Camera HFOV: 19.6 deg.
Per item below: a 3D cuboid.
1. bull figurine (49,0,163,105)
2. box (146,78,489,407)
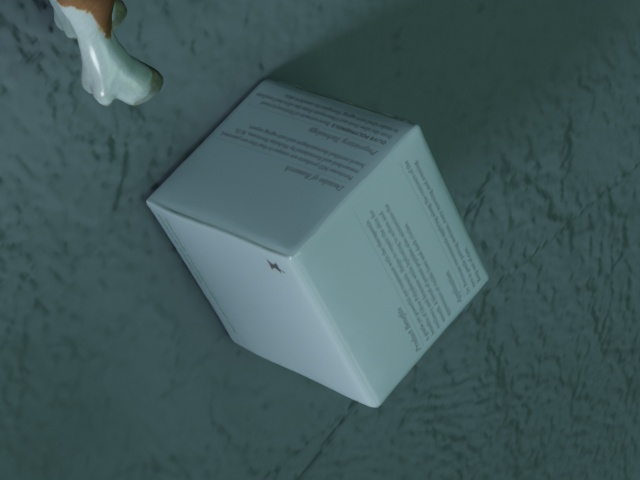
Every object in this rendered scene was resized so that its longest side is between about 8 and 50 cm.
[{"bbox_3d":[-0.137,-0.107,0.648,0.310,0.101,0.188,-43,133,-23],"label":"bull figurine"},{"bbox_3d":[0.000,0.000,0.819,0.087,0.102,0.101,-48,133,-22],"label":"box"}]
